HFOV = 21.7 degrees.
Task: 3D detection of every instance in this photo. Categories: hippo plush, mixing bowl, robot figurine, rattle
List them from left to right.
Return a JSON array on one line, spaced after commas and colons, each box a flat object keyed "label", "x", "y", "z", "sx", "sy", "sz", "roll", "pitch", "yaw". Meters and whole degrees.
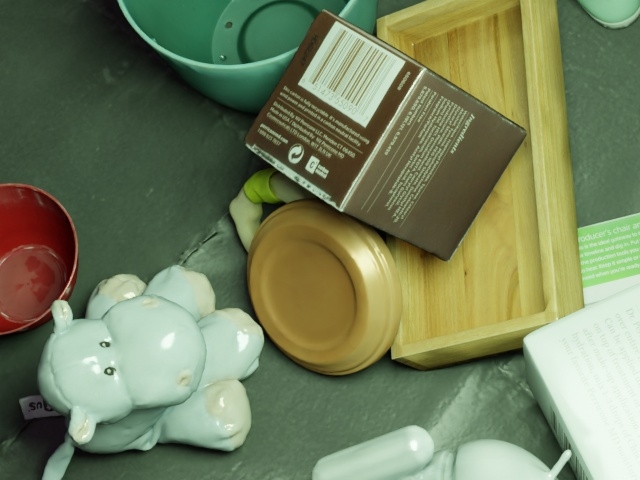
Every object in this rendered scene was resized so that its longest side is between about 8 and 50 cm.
[{"label": "mixing bowl", "x": -0.350, "y": 0.036, "z": 1.909, "sx": 0.181, "sy": 0.098, "sz": 0.181, "roll": -4, "pitch": 69, "yaw": 10}, {"label": "hippo plush", "x": -0.219, "y": 0.118, "z": 1.779, "sx": 0.294, "sy": 0.236, "sz": 0.234, "roll": -15, "pitch": 68, "yaw": 5}, {"label": "rattle", "x": 0.000, "y": 0.000, "z": 1.893, "sx": 0.199, "sy": 0.143, "sz": 0.130, "roll": 48, "pitch": 117, "yaw": 7}, {"label": "robot figurine", "x": 0.107, "y": 0.318, "z": 1.643, "sx": 0.353, "sy": 0.300, "sz": 0.200, "roll": -22, "pitch": 24, "yaw": 17}]

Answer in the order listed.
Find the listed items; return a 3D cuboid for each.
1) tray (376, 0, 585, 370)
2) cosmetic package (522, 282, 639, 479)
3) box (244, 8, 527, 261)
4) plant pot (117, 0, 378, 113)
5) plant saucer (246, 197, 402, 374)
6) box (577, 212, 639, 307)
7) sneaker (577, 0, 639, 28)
[{"label": "tray", "x": 0.172, "y": -0.078, "z": 1.826, "sx": 0.203, "sy": 0.076, "sz": 0.411, "roll": -16, "pitch": 64, "yaw": 34}, {"label": "cosmetic package", "x": 0.450, "y": 0.118, "z": 1.631, "sx": 0.453, "sy": 0.161, "sz": 0.230, "roll": -24, "pitch": 68, "yaw": -1}, {"label": "box", "x": 0.069, "y": -0.107, "z": 1.735, "sx": 0.168, "sy": 0.203, "sz": 0.167, "roll": 36, "pitch": 97, "yaw": 41}, {"label": "plant pot", "x": -0.066, "y": -0.277, "z": 1.896, "sx": 0.293, "sy": 0.235, "sz": 0.293, "roll": -3, "pitch": 69, "yaw": 9}, {"label": "plant saucer", "x": -0.004, "y": 0.054, "z": 1.803, "sx": 0.200, "sy": 0.037, "sz": 0.200, "roll": 13, "pitch": 113, "yaw": 33}, {"label": "box", "x": 0.364, "y": 0.124, "z": 1.764, "sx": 0.232, "sy": 0.058, "sz": 0.322, "roll": -14, "pitch": 69, "yaw": 5}, {"label": "sneaker", "x": 0.272, "y": -0.366, "z": 1.910, "sx": 0.094, "sy": 0.151, "sz": 0.256, "roll": -42, "pitch": 67, "yaw": -4}]
